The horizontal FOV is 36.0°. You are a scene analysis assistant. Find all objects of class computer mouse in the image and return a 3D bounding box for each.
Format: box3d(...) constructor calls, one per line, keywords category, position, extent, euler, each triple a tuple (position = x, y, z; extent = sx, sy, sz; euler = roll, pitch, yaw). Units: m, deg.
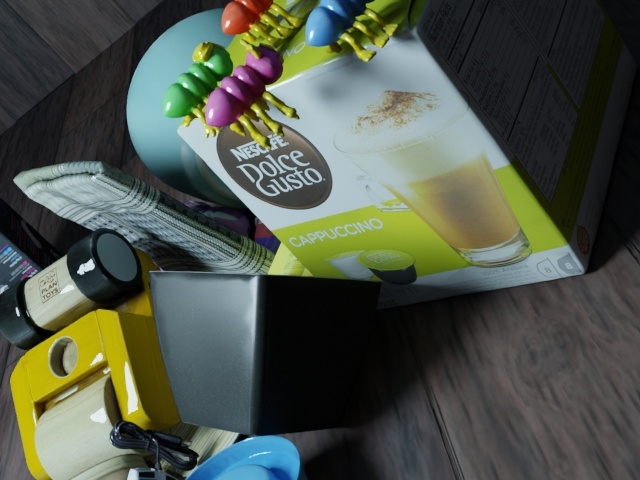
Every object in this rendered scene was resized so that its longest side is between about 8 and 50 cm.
box3d(category="computer mouse", position=(-0.187, 0.283, 1.085), extent=(0.042, 0.106, 0.193), euler=(-59, 21, 26))

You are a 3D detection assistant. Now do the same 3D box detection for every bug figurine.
box3d(category="bug figurine", position=(-0.053, -0.188, 0.934), extent=(0.216, 0.072, 0.279), euler=(-51, 30, -9))

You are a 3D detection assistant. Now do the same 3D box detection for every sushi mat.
box3d(category="sushi mat", position=(-0.098, 0.167, 1.257), extent=(0.151, 0.019, 0.317), euler=(1, 50, 51))

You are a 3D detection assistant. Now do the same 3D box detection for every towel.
box3d(category="towel", position=(-0.239, -0.013, 1.352), extent=(0.324, 0.312, 0.056), euler=(2, 66, 56))

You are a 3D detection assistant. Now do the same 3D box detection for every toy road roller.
box3d(category="toy road roller", position=(-0.267, 0.159, 1.331), extent=(0.202, 0.240, 0.330), euler=(-31, 62, 25))

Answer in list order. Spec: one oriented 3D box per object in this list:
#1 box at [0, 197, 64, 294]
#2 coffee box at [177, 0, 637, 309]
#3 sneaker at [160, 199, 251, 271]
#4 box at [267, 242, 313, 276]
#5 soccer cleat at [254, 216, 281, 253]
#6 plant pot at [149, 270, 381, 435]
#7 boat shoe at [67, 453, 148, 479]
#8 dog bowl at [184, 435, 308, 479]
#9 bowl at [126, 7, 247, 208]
box3d(category="box", position=(-0.597, 0.032, 1.805), extent=(0.143, 0.270, 0.165), euler=(-40, 28, 4))
box3d(category="coffee box", position=(0.110, -0.166, 1.119), extent=(0.337, 0.334, 0.338), euler=(-14, 39, 42))
box3d(category="sneaker", position=(-0.193, -0.023, 1.570), extent=(0.236, 0.095, 0.105), euler=(-14, 32, 44))
box3d(category="box", position=(0.000, 0.000, 1.275), extent=(0.087, 0.058, 0.232), euler=(-4, 49, 35))
box3d(category="soccer cleat", position=(0.001, -0.073, 1.407), extent=(0.095, 0.083, 0.248), euler=(32, 78, 40))
box3d(category="plant pot", position=(-0.065, 0.120, 1.076), extent=(0.188, 0.187, 0.167), euler=(1, 86, 43))
box3d(category="boat shoe", position=(-0.315, 0.392, 1.142), extent=(0.341, 0.122, 0.110), euler=(-44, 63, -4))
box3d(category="dog bowl", position=(-0.093, 0.319, 0.939), extent=(0.165, 0.074, 0.297), euler=(-18, 28, 30))
box3d(category="bowl", position=(-0.115, -0.171, 1.461), extent=(0.311, 0.311, 0.163), euler=(-42, 36, 1))
